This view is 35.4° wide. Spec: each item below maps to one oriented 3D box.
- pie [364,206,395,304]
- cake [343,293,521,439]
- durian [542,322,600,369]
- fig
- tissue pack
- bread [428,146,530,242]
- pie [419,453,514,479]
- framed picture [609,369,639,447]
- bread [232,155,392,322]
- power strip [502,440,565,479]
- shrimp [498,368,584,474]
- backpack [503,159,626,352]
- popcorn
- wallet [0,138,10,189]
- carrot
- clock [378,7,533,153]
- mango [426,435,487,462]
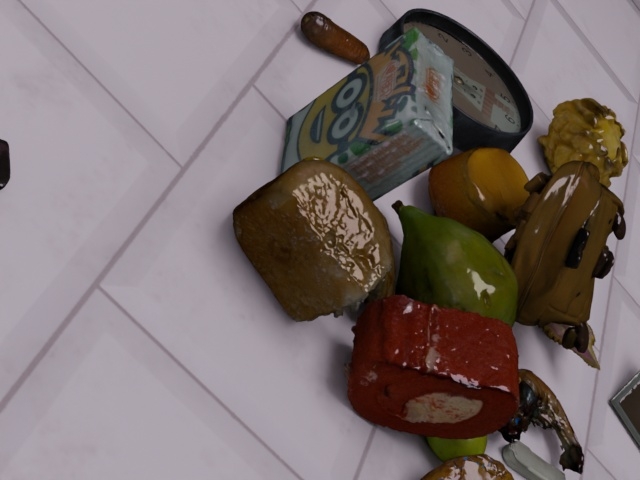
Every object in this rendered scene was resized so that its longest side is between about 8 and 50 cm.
[{"bbox_3d":[0.089,0.038,1.677,0.163,0.079,0.193,-102,-176,-74],"label":"pie"},{"bbox_3d":[0.174,0.206,1.586,0.283,0.177,0.151,12,51,-5],"label":"cake"},{"bbox_3d":[0.511,0.189,2.086,0.140,0.078,0.224,33,28,-45],"label":"durian"},{"bbox_3d":[0.203,0.065,1.743,0.314,0.233,0.233,51,37,6],"label":"fig"},{"bbox_3d":[0.075,-0.178,1.664,0.128,0.311,0.228,33,43,-29],"label":"tissue pack"},{"bbox_3d":[0.319,-0.087,2.013,0.269,0.142,0.195,-12,76,-53],"label":"bread"},{"bbox_3d":[0.231,0.466,1.571,0.273,0.069,0.273,13,65,-29],"label":"pie"},{"bbox_3d":[0.786,0.410,2.239,0.231,0.018,0.293,-35,94,-27],"label":"framed picture"},{"bbox_3d":[0.000,0.000,1.549,0.176,0.195,0.246,-40,100,-37],"label":"bread"},{"bbox_3d":[0.403,0.425,1.856,0.191,0.030,0.047,38,40,-25],"label":"power strip"},{"bbox_3d":[0.410,0.352,1.863,0.222,0.054,0.290,55,25,7],"label":"shrimp"},{"bbox_3d":[0.457,0.020,1.899,0.378,0.201,0.353,8,101,-70],"label":"backpack"},{"bbox_3d":[0.648,-0.234,2.451,0.250,0.190,0.250,33,38,-30],"label":"popcorn"},{"bbox_3d":[-0.463,-0.114,1.257,0.156,0.018,0.082,15,54,-42],"label":"wallet"},{"bbox_3d":[0.032,-0.392,1.972,0.186,0.060,0.060,24,49,-43],"label":"carrot"},{"bbox_3d":[0.298,-0.343,2.162,0.386,0.076,0.386,26,39,-24],"label":"clock"},{"bbox_3d":[0.227,0.303,1.692,0.117,0.089,0.163,17,53,-40],"label":"mango"}]
